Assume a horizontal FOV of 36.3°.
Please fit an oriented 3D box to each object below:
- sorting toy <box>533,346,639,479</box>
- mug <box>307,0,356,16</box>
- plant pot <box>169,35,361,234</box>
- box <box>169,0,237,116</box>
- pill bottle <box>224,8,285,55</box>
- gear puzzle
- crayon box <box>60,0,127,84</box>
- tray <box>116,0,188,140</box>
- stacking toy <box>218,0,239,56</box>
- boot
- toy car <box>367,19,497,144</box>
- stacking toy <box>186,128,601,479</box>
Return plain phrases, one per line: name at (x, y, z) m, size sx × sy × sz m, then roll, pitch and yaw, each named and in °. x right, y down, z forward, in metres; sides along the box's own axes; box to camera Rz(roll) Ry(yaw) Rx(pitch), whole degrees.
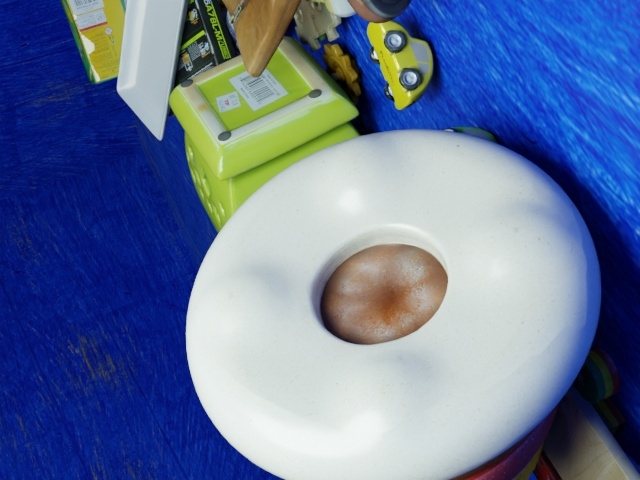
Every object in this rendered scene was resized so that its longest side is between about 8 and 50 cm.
sorting toy at (0.273, 0.215, 0.943) m, size 0.274 × 0.046 × 0.132 m, roll 90°, pitch 155°, yaw -54°
mug at (0.020, -0.296, 1.126) m, size 0.078 × 0.062 × 0.064 m, roll 32°, pitch 154°, yaw 38°
plant pot at (-0.060, -0.124, 1.284) m, size 0.228 × 0.227 × 0.207 m, roll 55°, pitch 168°, yaw 44°
box at (-0.206, -0.302, 1.484) m, size 0.191 × 0.045 × 0.184 m, roll -19°, pitch 88°, yaw 54°
pill bottle at (-0.086, -0.334, 1.401) m, size 0.169 × 0.094 × 0.094 m, roll 132°, pitch 116°, yaw -74°
gear puzzle at (-0.010, -0.333, 1.238) m, size 0.338 × 0.044 × 0.175 m, roll 68°, pitch 165°, yaw -8°
crayon box at (-0.299, -0.397, 1.730) m, size 0.081 × 0.279 × 0.165 m, roll -159°, pitch 49°, yaw -70°
tray at (-0.251, -0.299, 1.481) m, size 0.145 × 0.030 × 0.270 m, roll 48°, pitch 139°, yaw 30°
stacking toy at (-0.178, -0.434, 1.547) m, size 0.175 × 0.166 × 0.301 m, roll 51°, pitch 146°, yaw 41°
boot at (-0.028, -0.270, 1.046) m, size 0.280 × 0.096 × 0.264 m, roll -46°, pitch 62°, yaw 47°
toy car at (0.129, -0.103, 1.011) m, size 0.225 × 0.053 × 0.239 m, roll -132°, pitch 24°, yaw -54°
stacking toy at (0.107, 0.158, 0.961) m, size 0.350 × 0.351 × 0.480 m, roll 57°, pitch 175°, yaw 40°
